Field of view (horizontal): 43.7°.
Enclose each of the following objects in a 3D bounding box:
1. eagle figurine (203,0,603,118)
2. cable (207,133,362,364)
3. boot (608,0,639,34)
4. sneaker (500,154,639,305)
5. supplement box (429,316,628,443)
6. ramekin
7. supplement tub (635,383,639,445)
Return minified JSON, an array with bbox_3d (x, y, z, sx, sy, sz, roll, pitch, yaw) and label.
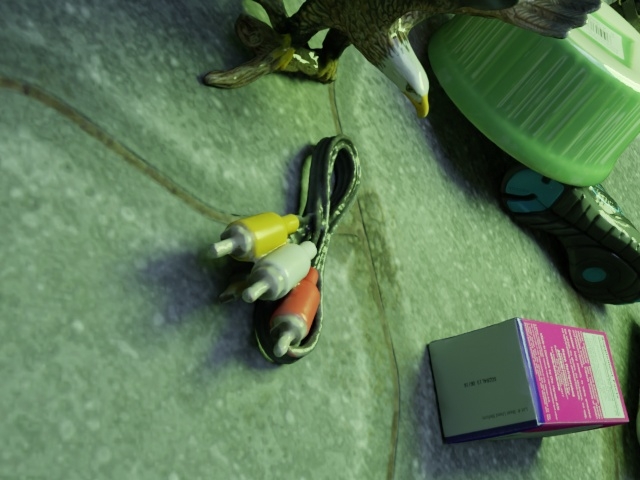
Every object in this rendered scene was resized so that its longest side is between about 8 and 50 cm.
[{"bbox_3d":[0.073,-0.223,0.728,0.225,0.298,0.226,42,45,-28],"label":"eagle figurine"},{"bbox_3d":[0.000,0.000,0.715,0.139,0.072,0.287,62,38,-16],"label":"cable"},{"bbox_3d":[0.488,-0.339,1.329,0.091,0.229,0.263,42,44,-28],"label":"boot"},{"bbox_3d":[0.388,-0.035,1.147,0.341,0.125,0.139,44,42,-28],"label":"sneaker"},{"bbox_3d":[0.234,0.158,0.879,0.220,0.111,0.114,15,61,-46],"label":"supplement box"},{"bbox_3d":[0.305,-0.229,1.042,0.303,0.148,0.303,23,39,-20],"label":"ramekin"},{"bbox_3d":[0.587,0.227,1.167,0.228,0.228,0.316,50,41,-21],"label":"supplement tub"}]
